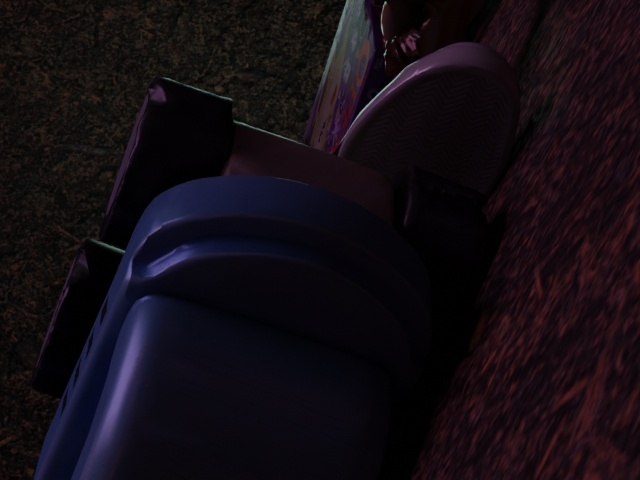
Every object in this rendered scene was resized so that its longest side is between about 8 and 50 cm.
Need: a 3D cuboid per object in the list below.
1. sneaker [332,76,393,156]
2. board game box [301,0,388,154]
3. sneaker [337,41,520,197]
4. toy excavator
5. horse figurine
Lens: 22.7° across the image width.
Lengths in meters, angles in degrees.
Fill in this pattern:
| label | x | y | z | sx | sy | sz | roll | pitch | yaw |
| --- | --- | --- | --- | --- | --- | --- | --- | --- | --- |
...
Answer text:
| label | x | y | z | sx | sy | sz | roll | pitch | yaw |
| --- | --- | --- | --- | --- | --- | --- | --- | --- | --- |
| sneaker | 0.075 | -0.108 | 1.537 | 0.232 | 0.081 | 0.090 | -47 | 13 | 52 |
| board game box | 0.023 | -0.112 | 1.712 | 0.208 | 0.056 | 0.346 | -100 | 23 | -50 |
| sneaker | 0.069 | -0.075 | 1.148 | 0.292 | 0.108 | 0.169 | 120 | 172 | -49 |
| toy excavator | -0.087 | 0.191 | 0.926 | 0.445 | 0.222 | 0.433 | -82 | 16 | -51 |
| horse figurine | 0.104 | -0.208 | 1.211 | 0.263 | 0.066 | 0.174 | -55 | -19 | -27 |
